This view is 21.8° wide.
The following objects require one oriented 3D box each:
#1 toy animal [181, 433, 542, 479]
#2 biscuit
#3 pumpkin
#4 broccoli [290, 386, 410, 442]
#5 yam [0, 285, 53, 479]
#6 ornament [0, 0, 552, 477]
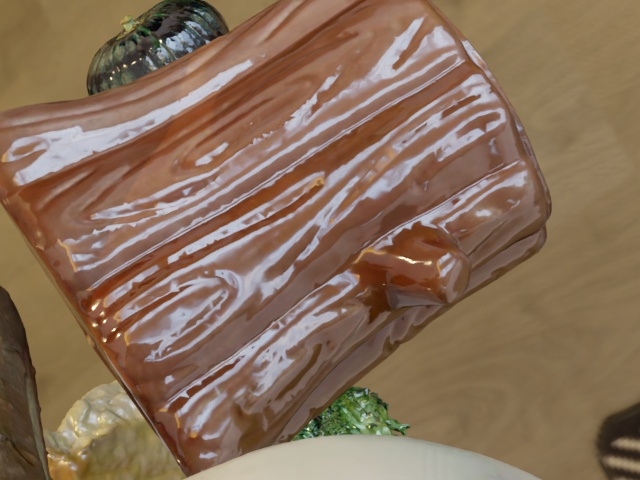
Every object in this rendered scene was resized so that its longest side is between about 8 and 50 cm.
[{"bbox_3d":[0.001,0.177,0.518,0.212,0.212,0.266,35,119,32],"label":"toy animal"},{"bbox_3d":[-0.215,0.260,1.909,0.091,0.274,0.213,-6,103,34],"label":"biscuit"},{"bbox_3d":[-0.208,-0.228,2.125,0.202,0.202,0.140,-25,111,44],"label":"pumpkin"},{"bbox_3d":[0.014,0.261,1.515,0.245,0.294,0.265,27,128,9],"label":"broccoli"},{"bbox_3d":[-0.170,0.116,0.679,0.128,0.129,0.238,80,172,-47],"label":"yam"},{"bbox_3d":[-0.020,-0.011,0.803,0.221,0.218,0.235,43,165,54],"label":"ornament"}]
